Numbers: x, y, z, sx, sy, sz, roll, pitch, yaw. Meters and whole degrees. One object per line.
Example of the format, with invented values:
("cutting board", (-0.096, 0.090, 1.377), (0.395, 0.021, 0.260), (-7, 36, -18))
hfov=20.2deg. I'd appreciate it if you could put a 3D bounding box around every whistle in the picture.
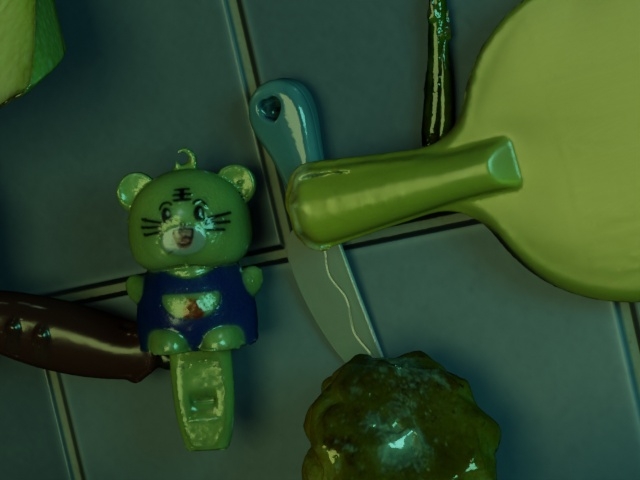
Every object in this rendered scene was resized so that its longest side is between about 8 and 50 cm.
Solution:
("whistle", (-0.094, 0.044, 1.334), (0.105, 0.085, 0.227), (-4, 93, 1))

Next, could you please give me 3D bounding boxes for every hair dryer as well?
("hair dryer", (-0.238, 0.112, 1.445), (0.341, 0.123, 0.312), (13, 116, 17))

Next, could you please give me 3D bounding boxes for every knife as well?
("knife", (-0.002, 0.000, 1.319), (0.058, 0.032, 0.244), (-13, 96, 29))

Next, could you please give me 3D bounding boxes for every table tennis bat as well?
("table tennis bat", (0.145, -0.056, 1.201), (0.369, 0.054, 0.224), (-14, 94, 24))

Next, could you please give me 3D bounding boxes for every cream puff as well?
("cream puff", (0.050, 0.153, 1.265), (0.146, 0.146, 0.116), (45, 156, 16))

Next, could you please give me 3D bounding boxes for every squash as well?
("squash", (-0.301, -0.171, 1.387), (0.237, 0.204, 0.155), (-19, 111, 31))

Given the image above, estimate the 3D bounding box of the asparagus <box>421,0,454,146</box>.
("asparagus", (0.080, -0.180, 1.240), (0.023, 0.022, 0.232), (-147, 54, -70))
